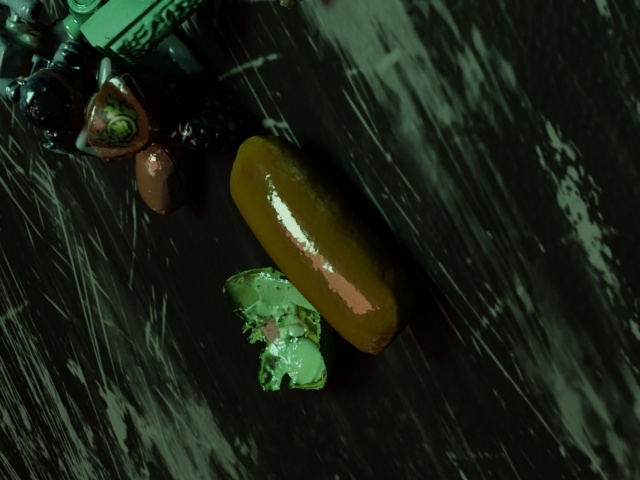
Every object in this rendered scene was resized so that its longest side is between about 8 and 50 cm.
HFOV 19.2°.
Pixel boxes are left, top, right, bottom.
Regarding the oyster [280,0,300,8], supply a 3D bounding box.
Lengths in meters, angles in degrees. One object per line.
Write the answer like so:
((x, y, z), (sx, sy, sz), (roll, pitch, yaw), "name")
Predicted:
((-0.040, -0.288, 1.634), (0.105, 0.056, 0.177), (13, 117, 43), "oyster")

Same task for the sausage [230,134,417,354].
((0.000, 0.000, 1.729), (0.238, 0.098, 0.098), (49, 145, 20), "sausage")

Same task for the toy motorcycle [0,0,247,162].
((-0.258, -0.174, 1.883), (0.401, 0.207, 0.134), (37, 122, 39), "toy motorcycle")

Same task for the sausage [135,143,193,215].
((-0.159, -0.070, 1.941), (0.054, 0.059, 0.094), (50, 148, 38), "sausage")

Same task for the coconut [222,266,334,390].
((-0.032, 0.090, 1.866), (0.158, 0.055, 0.133), (42, 143, 35), "coconut")

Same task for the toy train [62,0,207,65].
((-0.159, -0.233, 1.752), (0.099, 0.172, 0.070), (52, -173, 25), "toy train")
